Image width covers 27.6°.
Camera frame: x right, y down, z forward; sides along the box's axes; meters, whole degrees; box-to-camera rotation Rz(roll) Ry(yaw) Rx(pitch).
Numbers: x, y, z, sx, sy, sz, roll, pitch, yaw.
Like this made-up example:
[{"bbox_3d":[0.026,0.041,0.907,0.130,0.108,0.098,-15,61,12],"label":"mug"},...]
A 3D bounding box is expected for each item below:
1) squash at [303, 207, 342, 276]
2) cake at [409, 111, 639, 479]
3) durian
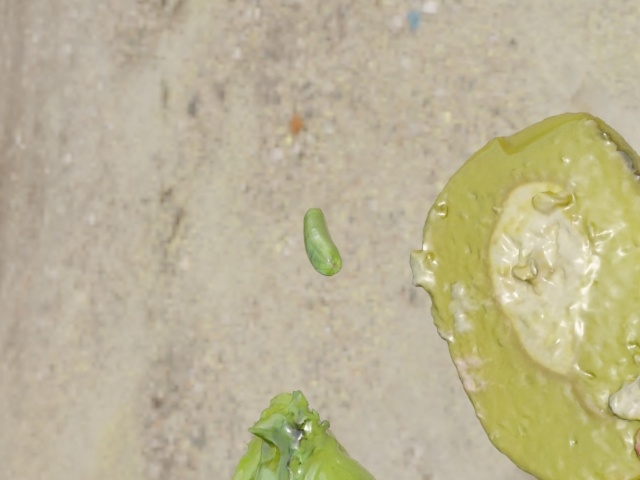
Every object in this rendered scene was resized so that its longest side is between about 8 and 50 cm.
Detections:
[{"bbox_3d":[0.000,0.001,1.060,0.089,0.027,0.027,-111,32,-59],"label":"squash"},{"bbox_3d":[0.179,0.048,0.893,0.179,0.156,0.260,-34,65,15],"label":"cake"},{"bbox_3d":[-0.012,0.361,1.431,0.339,0.256,0.204,49,152,-16],"label":"durian"}]
